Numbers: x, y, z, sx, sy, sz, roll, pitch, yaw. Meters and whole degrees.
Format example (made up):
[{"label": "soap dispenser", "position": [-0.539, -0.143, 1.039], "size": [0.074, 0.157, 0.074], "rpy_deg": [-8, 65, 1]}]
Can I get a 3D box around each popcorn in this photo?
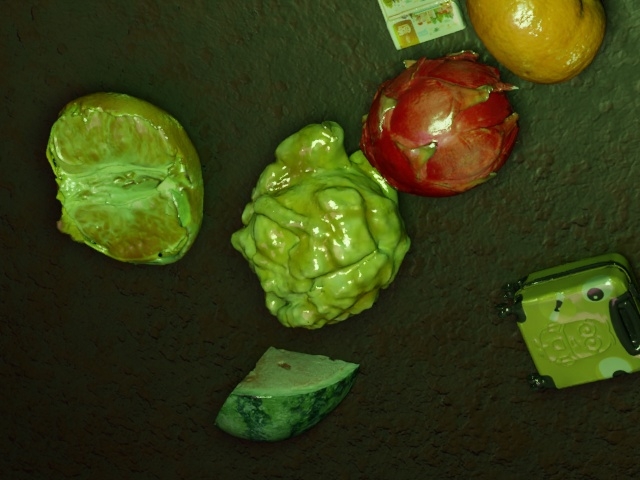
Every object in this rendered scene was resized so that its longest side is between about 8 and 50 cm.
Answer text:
[{"label": "popcorn", "position": [0.004, -0.005, 1.945], "size": [0.274, 0.279, 0.335], "rpy_deg": [-1, 146, -27]}]

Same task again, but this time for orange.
[{"label": "orange", "position": [-0.328, -0.111, 2.050], "size": [0.263, 0.196, 0.334], "rpy_deg": [0, 113, 35]}, {"label": "orange", "position": [0.319, -0.337, 1.706], "size": [0.170, 0.224, 0.224], "rpy_deg": [-40, 99, 25]}]

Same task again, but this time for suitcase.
[{"label": "suitcase", "position": [0.439, 0.132, 1.953], "size": [0.235, 0.143, 0.194], "rpy_deg": [-17, 109, 26]}]

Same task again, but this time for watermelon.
[{"label": "watermelon", "position": [-0.090, 0.308, 2.225], "size": [0.256, 0.176, 0.260], "rpy_deg": [7, 126, -30]}]

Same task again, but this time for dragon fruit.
[{"label": "dragon fruit", "position": [0.188, -0.177, 1.831], "size": [0.252, 0.241, 0.241], "rpy_deg": [2, 118, 3]}]

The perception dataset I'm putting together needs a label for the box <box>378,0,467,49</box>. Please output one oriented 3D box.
[{"label": "box", "position": [0.137, -0.421, 1.828], "size": [0.122, 0.032, 0.220], "rpy_deg": [-14, 111, 24]}]
